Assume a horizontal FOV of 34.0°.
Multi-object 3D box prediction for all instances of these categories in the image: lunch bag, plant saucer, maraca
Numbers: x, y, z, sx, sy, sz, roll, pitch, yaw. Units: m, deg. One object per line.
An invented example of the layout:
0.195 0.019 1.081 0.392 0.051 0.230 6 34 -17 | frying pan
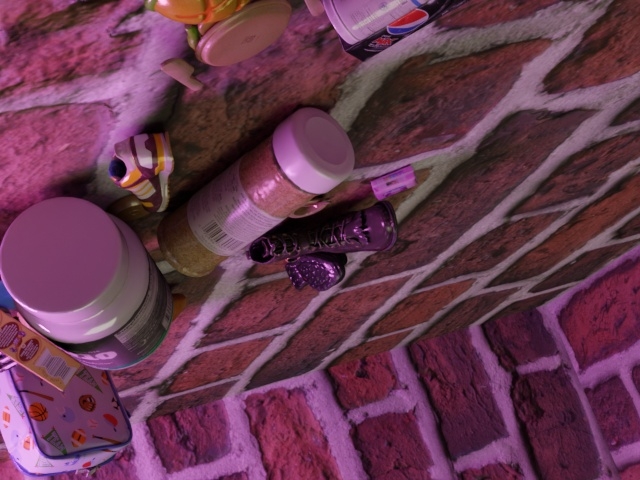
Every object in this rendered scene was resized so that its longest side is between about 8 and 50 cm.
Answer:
-0.503 0.312 2.029 0.243 0.303 0.115 -2 148 -46 | lunch bag
-0.290 -0.049 1.620 0.083 0.015 0.083 -19 164 -6 | plant saucer
-0.097 -0.267 1.001 0.127 0.099 0.186 -28 -171 42 | maraca

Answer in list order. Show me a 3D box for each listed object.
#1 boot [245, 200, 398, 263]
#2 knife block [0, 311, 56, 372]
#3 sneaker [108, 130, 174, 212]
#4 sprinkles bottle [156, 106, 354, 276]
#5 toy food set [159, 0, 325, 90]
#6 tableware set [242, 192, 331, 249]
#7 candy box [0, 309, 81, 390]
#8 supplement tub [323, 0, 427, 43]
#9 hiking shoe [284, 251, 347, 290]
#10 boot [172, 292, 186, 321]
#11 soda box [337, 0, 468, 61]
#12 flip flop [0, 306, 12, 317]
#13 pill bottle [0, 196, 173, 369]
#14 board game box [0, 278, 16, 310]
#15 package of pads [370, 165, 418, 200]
0.000 0.000 1.964 0.229 0.091 0.263 -10 173 -30 | boot
-0.472 0.147 1.893 0.276 0.088 0.242 -25 180 -21 | knife block
-0.252 -0.093 1.446 0.084 0.069 0.185 -6 155 -16 | sneaker
-0.107 -0.066 1.597 0.121 0.121 0.355 -3 157 -47 | sprinkles bottle
-0.091 -0.246 1.192 0.192 0.038 0.132 -30 169 7 | toy food set
-0.072 -0.040 1.872 0.194 0.039 0.128 -21 164 2 | tableware set
-0.447 0.146 1.526 0.053 0.187 0.109 -58 -161 -14 | candy box
0.065 -0.279 1.193 0.107 0.071 0.071 -26 163 23 | supplement tub
0.009 0.045 2.162 0.114 0.086 0.227 -32 -169 -21 | hiking shoe
-0.338 0.125 2.016 0.211 0.104 0.295 -12 168 -45 | boot
0.100 -0.281 1.246 0.169 0.060 0.053 -27 162 23 | soda box
-0.582 0.191 1.672 0.112 0.080 0.277 -34 -170 22 | flip flop
-0.350 0.070 1.596 0.204 0.204 0.361 -19 163 -4 | pill bottle
-0.517 0.076 1.720 0.133 0.033 0.168 -18 164 -15 | board game box
0.137 -0.106 1.924 0.083 0.032 0.050 -22 163 6 | package of pads
